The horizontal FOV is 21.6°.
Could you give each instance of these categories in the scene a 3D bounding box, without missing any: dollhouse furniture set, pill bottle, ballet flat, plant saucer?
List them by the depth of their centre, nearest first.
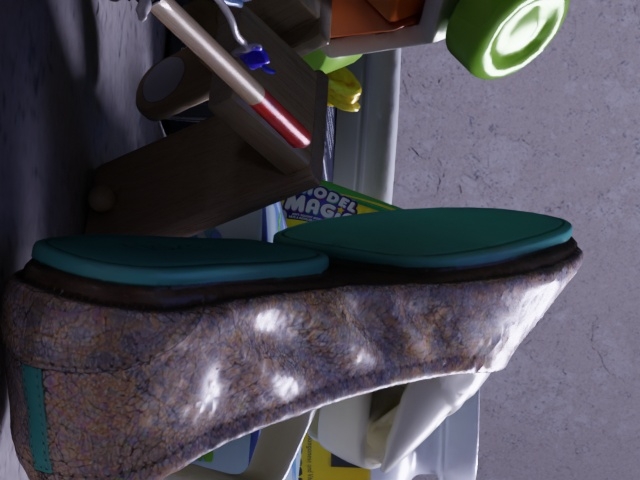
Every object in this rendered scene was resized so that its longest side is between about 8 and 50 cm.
[{"bbox_3d":[-0.004,0.045,0.684,0.316,0.107,0.106,-5,104,-47],"label":"ballet flat"},{"bbox_3d":[-0.089,-0.099,0.688,0.151,0.123,0.144,40,41,-39],"label":"dollhouse furniture set"},{"bbox_3d":[0.000,0.102,0.992,0.103,0.184,0.103,1,90,-87],"label":"pill bottle"},{"bbox_3d":[-0.009,-0.078,1.272,0.400,0.100,0.401,-176,-90,-86],"label":"plant saucer"}]

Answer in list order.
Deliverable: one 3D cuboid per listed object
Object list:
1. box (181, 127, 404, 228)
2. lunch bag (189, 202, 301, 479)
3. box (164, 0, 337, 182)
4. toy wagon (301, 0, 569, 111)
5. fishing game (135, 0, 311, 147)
[{"bbox_3d":[0.000,0.000,0.959,0.105,0.179,0.043,84,30,-71],"label":"box"},{"bbox_3d":[-0.055,0.059,0.830,0.219,0.090,0.176,78,15,-74],"label":"lunch bag"},{"bbox_3d":[-0.036,-0.119,1.022,0.156,0.093,0.158,81,13,-74],"label":"box"},{"bbox_3d":[0.006,-0.184,0.736,0.267,0.068,0.344,49,-34,28],"label":"toy wagon"},{"bbox_3d":[-0.064,-0.166,0.583,0.189,0.041,0.264,40,34,-64],"label":"fishing game"}]
